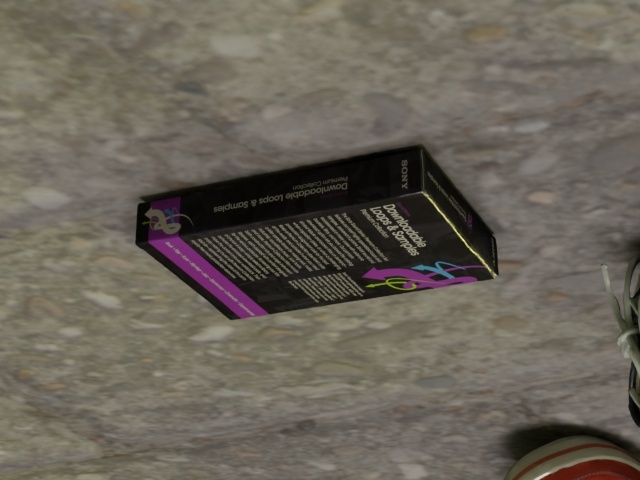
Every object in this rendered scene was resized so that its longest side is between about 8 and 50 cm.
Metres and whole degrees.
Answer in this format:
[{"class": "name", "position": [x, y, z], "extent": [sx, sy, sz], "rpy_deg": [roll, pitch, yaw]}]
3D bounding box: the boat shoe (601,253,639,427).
[{"class": "boat shoe", "position": [0.200, 0.051, 1.051], "extent": [0.079, 0.095, 0.254], "rpy_deg": [-14, 162, 4]}]

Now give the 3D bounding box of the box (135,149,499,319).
[{"class": "box", "position": [0.000, 0.000, 1.017], "extent": [0.162, 0.029, 0.116], "rpy_deg": [-8, 154, 21]}]

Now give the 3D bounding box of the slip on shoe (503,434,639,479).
[{"class": "slip on shoe", "position": [0.227, 0.268, 1.380], "extent": [0.123, 0.101, 0.331], "rpy_deg": [-27, 121, 1]}]
